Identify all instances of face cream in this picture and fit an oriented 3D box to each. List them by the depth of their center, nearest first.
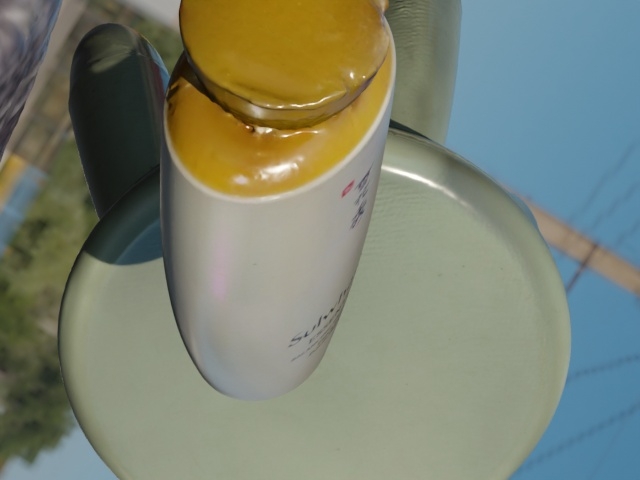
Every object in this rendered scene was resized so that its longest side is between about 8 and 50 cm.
[{"bbox_3d":[-0.013,-0.011,0.489,0.072,0.051,0.182,-55,168,-24],"label":"face cream"}]

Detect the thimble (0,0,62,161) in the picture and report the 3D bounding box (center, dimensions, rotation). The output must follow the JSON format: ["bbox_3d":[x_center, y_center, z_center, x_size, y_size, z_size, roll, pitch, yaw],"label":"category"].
[{"bbox_3d":[-0.142,-0.060,0.466,0.098,0.150,0.150,-57,-174,50],"label":"thimble"}]

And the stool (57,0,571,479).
[{"bbox_3d":[0.000,0.000,0.789,0.195,0.195,0.198,-16,-151,10],"label":"stool"}]
